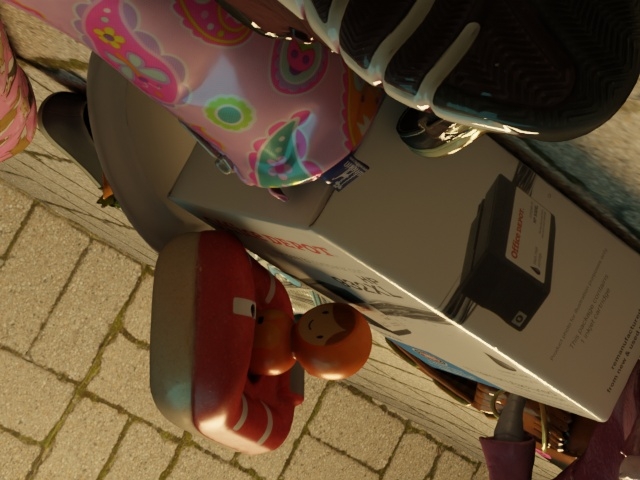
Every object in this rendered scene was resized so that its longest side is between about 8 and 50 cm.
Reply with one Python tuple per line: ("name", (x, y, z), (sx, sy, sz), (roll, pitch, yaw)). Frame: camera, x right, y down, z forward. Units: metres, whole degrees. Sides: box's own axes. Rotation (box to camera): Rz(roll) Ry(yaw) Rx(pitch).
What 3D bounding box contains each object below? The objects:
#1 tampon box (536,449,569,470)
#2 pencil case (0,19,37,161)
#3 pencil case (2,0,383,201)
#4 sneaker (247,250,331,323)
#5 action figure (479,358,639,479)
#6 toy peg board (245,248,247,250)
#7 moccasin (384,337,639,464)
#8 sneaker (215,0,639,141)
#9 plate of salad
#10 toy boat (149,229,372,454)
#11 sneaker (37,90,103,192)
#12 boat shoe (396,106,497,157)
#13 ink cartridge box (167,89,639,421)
("tampon box", (0.377, 0.273, 1.649), (0.120, 0.101, 0.161), (17, 166, 46))
("pencil case", (-0.379, -0.170, 1.245), (0.386, 0.160, 0.167), (131, 121, -81))
("pencil case", (-0.089, -0.134, 0.714), (0.284, 0.124, 0.124), (35, 168, -34))
("sneaker", (-0.064, 0.043, 1.596), (0.110, 0.122, 0.283), (18, 167, 46))
("action figure", (0.254, 0.240, 1.059), (0.248, 0.275, 0.370), (37, 127, -8))
("toy peg board", (-0.071, -0.038, 1.242), (0.161, 0.079, 0.161), (22, 161, 31))
("moccasin", (0.209, 0.130, 1.310), (0.147, 0.139, 0.380), (25, -175, -46))
("sneaker", (0.027, -0.121, 0.575), (0.281, 0.106, 0.162), (35, 179, 21))
("plate of salad", (-0.135, -0.074, 0.999), (0.048, 0.199, 0.200), (-17, 150, 21))
("toy boat", (-0.036, 0.077, 0.950), (0.151, 0.151, 0.231), (-5, 162, 15))
("sneaker", (-0.215, -0.088, 1.438), (0.222, 0.083, 0.118), (35, 168, -32))
("boat shoe", (0.082, -0.086, 0.717), (0.049, 0.056, 0.152), (36, 159, -17))
("ink cartridge box", (0.073, -0.002, 0.943), (0.307, 0.129, 0.223), (33, 170, -31))
